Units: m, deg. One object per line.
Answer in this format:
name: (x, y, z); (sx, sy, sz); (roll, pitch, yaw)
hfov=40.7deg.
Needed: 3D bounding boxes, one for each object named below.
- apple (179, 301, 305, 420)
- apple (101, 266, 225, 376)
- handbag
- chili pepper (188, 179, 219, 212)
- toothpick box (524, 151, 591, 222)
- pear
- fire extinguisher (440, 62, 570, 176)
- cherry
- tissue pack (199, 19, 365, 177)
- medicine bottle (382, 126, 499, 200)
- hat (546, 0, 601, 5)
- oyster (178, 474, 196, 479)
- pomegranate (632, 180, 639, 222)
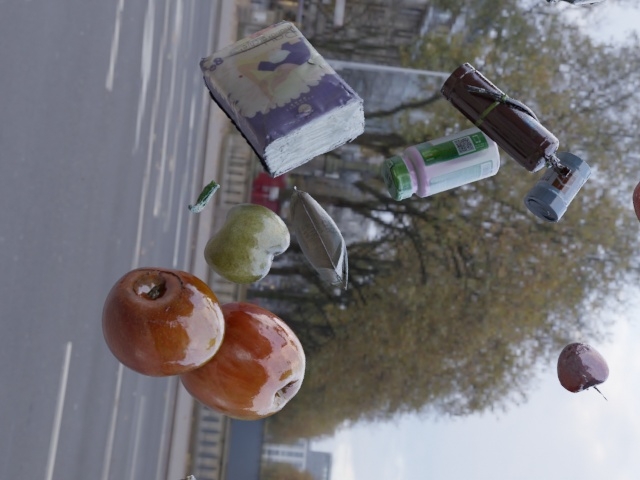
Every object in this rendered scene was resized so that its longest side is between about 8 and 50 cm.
apple: (-0.163, 0.265, 1.846); (0.242, 0.241, 0.242); (-56, 165, -23)
apple: (-0.294, 0.143, 1.603); (0.210, 0.235, 0.173); (-79, 162, -51)
handbag: (0.000, 0.000, 2.312); (0.270, 0.117, 0.182); (63, 2, 27)
chili pepper: (-0.321, -0.114, 2.347); (0.118, 0.035, 0.055); (-47, 154, -28)
toothpick box: (0.591, -0.134, 2.155); (0.153, 0.101, 0.101); (-52, 176, -12)
pear: (-0.148, 0.009, 1.730); (0.167, 0.136, 0.167); (-52, -169, 14)
fire extinguisher: (0.417, -0.254, 1.901); (0.105, 0.341, 0.141); (-51, 165, 16)
cherry: (0.549, 0.264, 1.806); (0.087, 0.106, 0.126); (-84, 166, -60)
tissue pack: (-0.089, -0.318, 1.886); (0.344, 0.242, 0.125); (53, -14, 36)
medicine bottle: (0.296, -0.188, 2.151); (0.133, 0.274, 0.133); (162, -90, -80)
hat: (0.731, -0.755, 2.186); (0.257, 0.366, 0.381); (57, -8, -7)
oyster: (-0.306, 0.596, 1.887); (0.103, 0.051, 0.148); (-5, 103, -58)
pomegranate: (1.017, -0.118, 2.517); (0.256, 0.221, 0.221); (173, -77, -81)
